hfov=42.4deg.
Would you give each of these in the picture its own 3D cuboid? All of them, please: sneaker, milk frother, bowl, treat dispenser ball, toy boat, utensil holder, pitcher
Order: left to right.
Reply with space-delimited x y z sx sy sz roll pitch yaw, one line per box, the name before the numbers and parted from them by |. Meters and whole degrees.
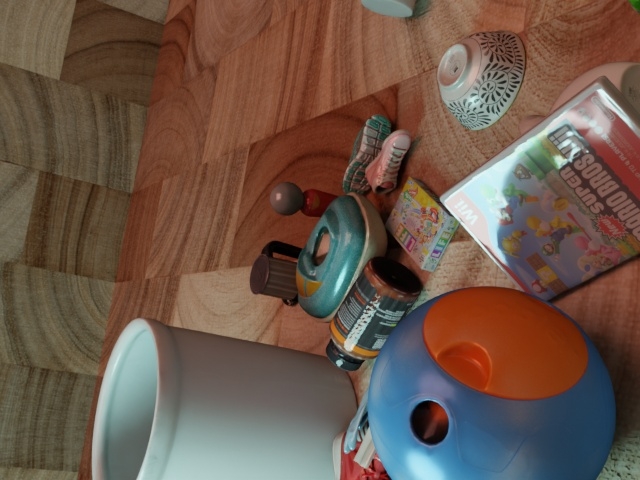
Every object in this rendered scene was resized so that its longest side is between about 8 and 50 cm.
utensil holder | -0.174 0.332 1.484 0.327 0.385 0.327 -33 50 50
milk frother | -0.084 0.088 1.693 0.143 0.135 0.129 -57 33 31
toy boat | 0.000 0.000 1.558 0.318 0.148 0.267 -112 38 -50
sneaker | 0.087 -0.166 1.598 0.076 0.065 0.166 -117 49 -72
sneaker | 0.077 0.390 1.326 0.128 0.087 0.221 -49 40 42
sneaker | 0.130 -0.136 1.503 0.134 0.051 0.070 -52 38 42
bowl | 0.243 -0.271 1.333 0.170 0.080 0.170 -32 51 50
treat dispenser ball | 0.200 0.198 0.984 0.288 0.288 0.288 -33 50 51
pitcher | 0.343 -0.119 1.050 0.207 0.125 0.177 146 130 -63

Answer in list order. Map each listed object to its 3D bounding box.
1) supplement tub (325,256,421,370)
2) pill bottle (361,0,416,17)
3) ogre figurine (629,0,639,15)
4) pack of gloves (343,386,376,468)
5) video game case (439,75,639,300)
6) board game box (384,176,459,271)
supplement tub | 0.082 0.131 1.411 0.198 0.106 0.106 -60 33 26
pill bottle | 0.153 -0.550 1.561 0.131 0.131 0.229 13 88 61
ogre figurine | 0.436 -0.320 0.972 0.197 0.118 0.096 20 95 61
pack of gloves | 0.086 0.229 1.292 0.232 0.046 0.195 -63 6 -11
video game case | 0.307 -0.048 1.030 0.025 0.204 0.285 -45 4 -42
board game box | 0.171 -0.030 1.405 0.103 0.026 0.154 -65 31 19
